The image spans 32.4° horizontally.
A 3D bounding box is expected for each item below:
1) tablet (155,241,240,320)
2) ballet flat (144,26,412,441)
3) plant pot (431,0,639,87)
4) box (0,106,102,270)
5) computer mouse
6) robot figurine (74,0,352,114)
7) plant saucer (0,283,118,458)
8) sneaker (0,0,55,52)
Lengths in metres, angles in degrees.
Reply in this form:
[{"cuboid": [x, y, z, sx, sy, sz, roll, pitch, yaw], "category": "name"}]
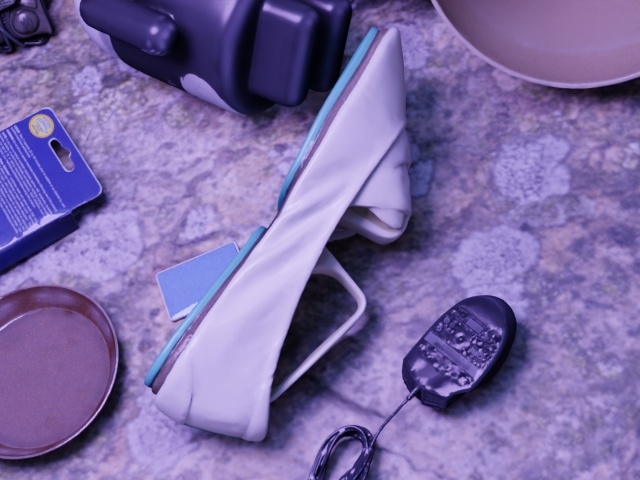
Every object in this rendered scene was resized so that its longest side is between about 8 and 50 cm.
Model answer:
[{"cuboid": [-0.109, 0.038, 1.032, 0.083, 0.006, 0.054, -23, 61, 1], "category": "tablet"}, {"cuboid": [0.000, 0.000, 0.974, 0.139, 0.139, 0.400, 26, 75, 23], "category": "ballet flat"}, {"cuboid": [0.239, -0.306, 1.014, 0.284, 0.284, 0.191, 1, 28, 12], "category": "plant pot"}, {"cuboid": [-0.337, -0.030, 1.091, 0.225, 0.036, 0.136, -31, 61, -11], "category": "box"}, {"cuboid": [0.077, 0.142, 0.926, 0.242, 0.041, 0.071, -45, 54, -5], "category": "computer mouse"}, {"cuboid": [-0.109, -0.230, 1.073, 0.278, 0.209, 0.174, 26, 84, 22], "category": "robot figurine"}, {"cuboid": [-0.261, 0.121, 1.009, 0.168, 0.029, 0.168, -5, 63, 10], "category": "plant saucer"}, {"cuboid": [-0.375, -0.224, 1.178, 0.130, 0.087, 0.227, 23, 64, 28], "category": "sneaker"}]
